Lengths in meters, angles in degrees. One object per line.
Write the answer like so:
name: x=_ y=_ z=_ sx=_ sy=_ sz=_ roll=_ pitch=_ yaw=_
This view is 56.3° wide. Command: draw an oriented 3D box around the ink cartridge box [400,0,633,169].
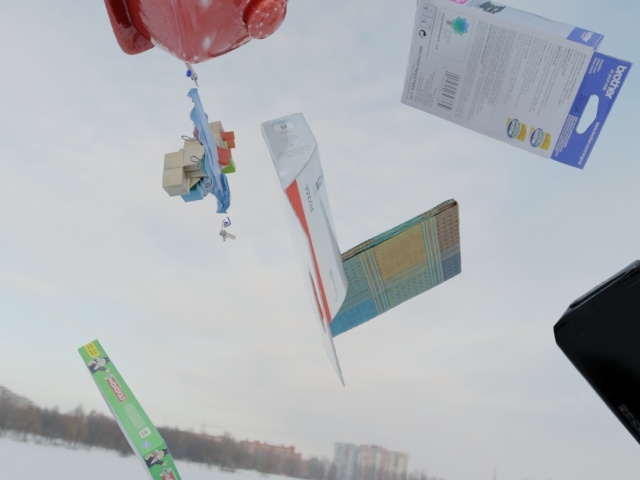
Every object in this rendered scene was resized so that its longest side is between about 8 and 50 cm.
ink cartridge box: x=0.279 y=-0.244 z=0.895 sx=0.311 sy=0.065 sz=0.185 roll=29 pitch=-41 yaw=22

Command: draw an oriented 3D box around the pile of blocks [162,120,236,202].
pile of blocks: x=-0.241 y=-0.165 z=1.333 sx=0.113 sy=0.362 sz=0.149 roll=-8 pitch=-67 yaw=8

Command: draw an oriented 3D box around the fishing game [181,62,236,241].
fishing game: x=-0.168 y=-0.125 z=0.859 sx=0.041 sy=0.264 sz=0.189 roll=-13 pitch=3 yaw=-3

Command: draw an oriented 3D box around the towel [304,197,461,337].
towel: x=0.149 y=0.071 z=1.342 sx=0.370 sy=0.040 sz=0.271 roll=-26 pitch=-39 yaw=-7

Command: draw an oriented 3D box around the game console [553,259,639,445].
game console: x=0.463 y=0.076 z=0.661 sx=0.361 sy=0.213 sz=0.044 roll=-40 pitch=-4 yaw=18

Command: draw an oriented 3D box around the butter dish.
butter dish: x=-0.072 y=-0.196 z=0.444 sx=0.118 sy=0.160 sz=0.160 roll=48 pitch=-21 yaw=16

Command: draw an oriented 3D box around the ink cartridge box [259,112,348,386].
ink cartridge box: x=0.000 y=0.000 z=1.007 sx=0.091 sy=0.385 sz=0.308 roll=-17 pitch=-54 yaw=-5

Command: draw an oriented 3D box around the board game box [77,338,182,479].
board game box: x=-0.364 y=0.360 z=1.166 sx=0.317 sy=0.046 sz=0.213 roll=37 pitch=-35 yaw=41
